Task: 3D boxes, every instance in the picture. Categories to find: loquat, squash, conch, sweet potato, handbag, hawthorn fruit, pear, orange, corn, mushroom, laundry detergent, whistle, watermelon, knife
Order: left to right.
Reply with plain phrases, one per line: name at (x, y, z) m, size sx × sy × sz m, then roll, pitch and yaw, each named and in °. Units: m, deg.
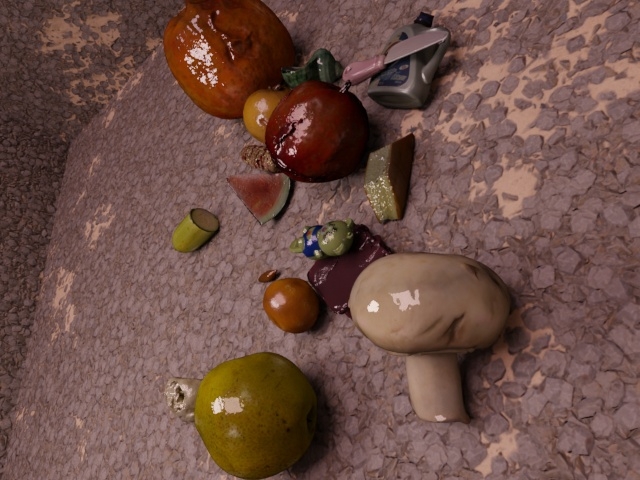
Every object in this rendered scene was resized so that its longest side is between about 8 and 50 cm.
squash at (-0.471, -0.022, 1.972) m, size 0.187 × 0.123 × 0.123 m, roll -44°, pitch 43°, yaw 25°
hawthorn fruit at (-0.335, -0.684, 1.965) m, size 0.472 × 0.472 × 0.471 m, roll -24°, pitch 53°, yaw 36°
watermelon at (-0.209, -0.144, 1.750) m, size 0.136 × 0.202 × 0.207 m, roll 112°, pitch 170°, yaw -66°
pear at (-0.144, 0.408, 1.275) m, size 0.294 × 0.294 × 0.294 m, roll -24°, pitch 53°, yaw 36°
corn at (-0.204, -0.286, 1.865) m, size 0.253 × 0.086 × 0.086 m, roll 24°, pitch 86°, yaw 50°
sweet potato at (-0.161, 0.111, 1.637) m, size 0.095 × 0.034 × 0.034 m, roll -31°, pitch 48°, yaw 44°
loquat at (-0.152, -0.416, 1.792) m, size 0.208 × 0.208 × 0.208 m, roll -24°, pitch 53°, yaw 36°
orange at (-0.074, 0.167, 1.424) m, size 0.136 × 0.159 × 0.159 m, roll -43°, pitch 37°, yaw -17°
conch at (-0.024, -0.556, 1.783) m, size 0.188 × 0.176 × 0.121 m, roll -28°, pitch 90°, yaw 7°
hawthorn fruit at (-0.001, -0.297, 1.518) m, size 0.316 × 0.316 × 0.315 m, roll -24°, pitch 53°, yaw 36°
whistle at (0.000, 0.000, 1.384) m, size 0.228 × 0.085 × 0.105 m, roll -10°, pitch 51°, yaw 45°
handbag at (0.081, 0.071, 1.378) m, size 0.216 × 0.074 × 0.203 m, roll -54°, pitch 41°, yaw 6°
knife at (0.200, -0.499, 1.455) m, size 0.336 × 0.043 × 0.081 m, roll -11°, pitch 53°, yaw 39°
laundry detergent at (0.260, -0.511, 1.499) m, size 0.215 × 0.105 × 0.280 m, roll 20°, pitch 82°, yaw 52°
mushroom at (0.208, 0.186, 1.056) m, size 0.315 × 0.315 × 0.335 m, roll -8°, pitch 84°, yaw 43°

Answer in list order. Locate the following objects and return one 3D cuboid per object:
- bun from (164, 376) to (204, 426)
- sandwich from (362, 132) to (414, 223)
bun at (-0.341, 0.452, 1.503) m, size 0.179 × 0.193 × 0.127 m, roll -12°, pitch 59°, yaw 46°
sandwich at (0.177, -0.177, 1.407) m, size 0.094 × 0.096 × 0.257 m, roll -16°, pitch 55°, yaw 46°
